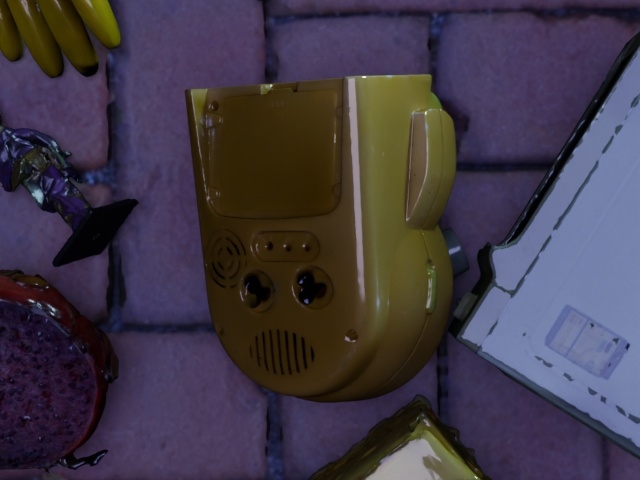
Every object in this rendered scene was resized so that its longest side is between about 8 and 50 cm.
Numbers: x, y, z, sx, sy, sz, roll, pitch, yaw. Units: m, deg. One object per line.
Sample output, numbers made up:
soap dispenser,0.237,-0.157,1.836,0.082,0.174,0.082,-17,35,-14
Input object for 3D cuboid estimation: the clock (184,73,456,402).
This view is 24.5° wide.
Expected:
clock,0.000,0.000,1.424,0.244,0.200,0.317,1,90,36

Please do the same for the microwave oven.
microwave oven,0.321,0.010,1.412,0.286,0.218,0.355,32,90,2

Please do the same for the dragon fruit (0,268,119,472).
dragon fruit,-0.314,0.109,1.492,0.224,0.148,0.218,7,120,-6

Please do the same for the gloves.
gloves,-0.295,-0.307,1.520,0.133,0.116,0.294,-13,98,30

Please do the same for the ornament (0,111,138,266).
ornament,-0.295,-0.064,1.521,0.203,0.088,0.081,39,115,15

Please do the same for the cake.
cake,0.083,0.296,1.382,0.227,0.286,0.222,-41,87,1

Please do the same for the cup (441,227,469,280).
cup,0.109,0.034,1.503,0.083,0.054,0.075,-24,87,0
